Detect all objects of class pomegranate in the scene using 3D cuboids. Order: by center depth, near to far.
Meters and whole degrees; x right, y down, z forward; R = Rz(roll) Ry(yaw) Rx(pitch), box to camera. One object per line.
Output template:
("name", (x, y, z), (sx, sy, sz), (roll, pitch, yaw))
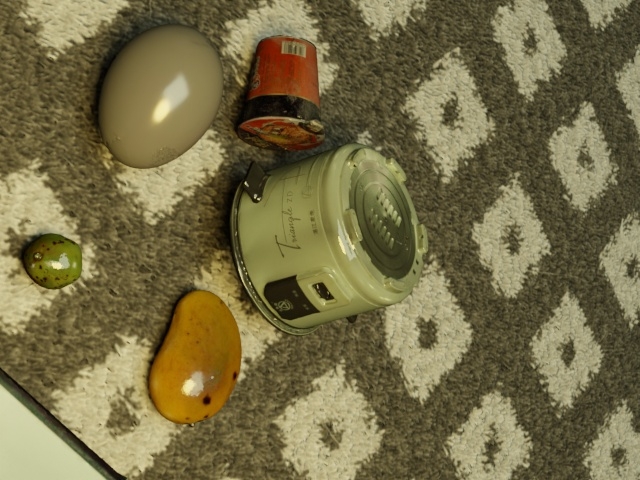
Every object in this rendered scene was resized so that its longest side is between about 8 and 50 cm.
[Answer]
("pomegranate", (-0.326, 0.028, 1.386), (0.073, 0.084, 0.073), (4, 73, -12))

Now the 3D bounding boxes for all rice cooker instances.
("rice cooker", (0.000, 0.000, 1.547), (0.280, 0.227, 0.241), (51, 38, -32))

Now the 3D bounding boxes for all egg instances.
("egg", (-0.203, -0.183, 1.438), (0.146, 0.146, 0.199), (41, 70, -30))

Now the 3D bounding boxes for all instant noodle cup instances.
("instant noodle cup", (-0.052, -0.208, 1.590), (0.127, 0.127, 0.136), (16, 70, -38))

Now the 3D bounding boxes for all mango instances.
("mango", (-0.160, 0.157, 1.498), (0.115, 0.090, 0.178), (32, 60, -26))

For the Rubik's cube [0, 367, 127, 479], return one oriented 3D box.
("Rubik's cube", (-0.395, 0.275, 1.193), (0.248, 0.250, 0.246), (46, 61, -26))
